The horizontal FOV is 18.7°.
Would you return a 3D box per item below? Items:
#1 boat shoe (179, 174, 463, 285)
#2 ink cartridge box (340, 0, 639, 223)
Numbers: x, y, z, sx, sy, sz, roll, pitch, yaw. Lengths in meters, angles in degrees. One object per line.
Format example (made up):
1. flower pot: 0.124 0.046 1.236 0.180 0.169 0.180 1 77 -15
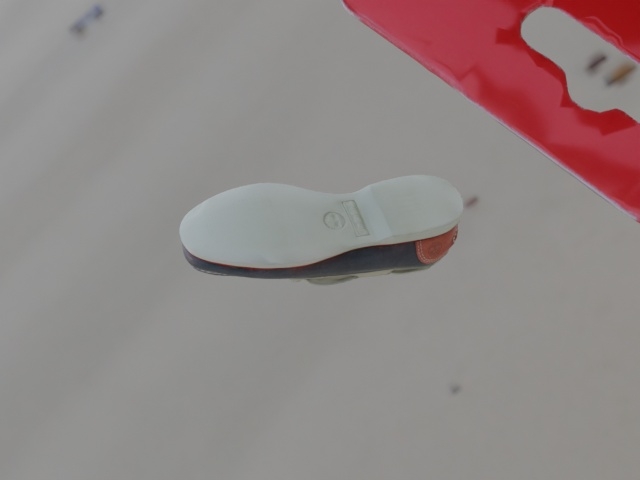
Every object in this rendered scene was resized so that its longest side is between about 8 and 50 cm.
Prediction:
1. boat shoe: 0.000 0.000 0.908 0.137 0.043 0.049 -8 57 -18
2. ink cartridge box: 0.111 -0.116 0.389 0.134 0.078 0.231 38 87 22
